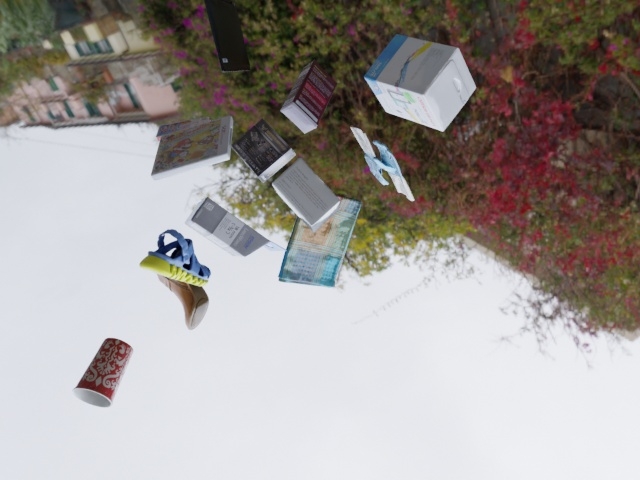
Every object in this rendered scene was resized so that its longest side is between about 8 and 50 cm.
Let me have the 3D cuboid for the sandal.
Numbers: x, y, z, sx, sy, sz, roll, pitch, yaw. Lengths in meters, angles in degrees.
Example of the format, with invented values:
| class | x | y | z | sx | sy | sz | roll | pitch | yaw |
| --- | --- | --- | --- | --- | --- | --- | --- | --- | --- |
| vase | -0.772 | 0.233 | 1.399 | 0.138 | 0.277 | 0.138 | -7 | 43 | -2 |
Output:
| class | x | y | z | sx | sy | sz | roll | pitch | yaw |
| --- | --- | --- | --- | --- | --- | --- | --- | --- | --- |
| sandal | -0.416 | 0.056 | 1.717 | 0.126 | 0.317 | 0.138 | 15 | -99 | 15 |

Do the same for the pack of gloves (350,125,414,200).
| class | x | y | z | sx | sy | sz | roll | pitch | yaw |
| --- | --- | --- | --- | --- | --- | --- | --- | --- | --- |
| pack of gloves | 0.175 | -0.225 | 1.718 | 0.046 | 0.232 | 0.195 | -41 | -141 | -10 |

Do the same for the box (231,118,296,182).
| class | x | y | z | sx | sy | sz | roll | pitch | yaw |
| --- | --- | --- | --- | --- | --- | --- | --- | --- | --- |
| box | -0.241 | -0.377 | 2.356 | 0.183 | 0.056 | 0.231 | -41 | -120 | -2 |

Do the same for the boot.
| class | x | y | z | sx | sy | sz | roll | pitch | yaw |
| --- | --- | --- | --- | --- | --- | --- | --- | --- | --- |
| boot | -0.559 | 0.199 | 2.232 | 0.220 | 0.283 | 0.109 | 18 | -154 | 22 |

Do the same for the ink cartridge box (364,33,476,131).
| class | x | y | z | sx | sy | sz | roll | pitch | yaw |
| --- | --- | --- | --- | --- | --- | --- | --- | --- | --- |
| ink cartridge box | 0.332 | -0.527 | 1.879 | 0.270 | 0.198 | 0.197 | 32 | -97 | 42 |

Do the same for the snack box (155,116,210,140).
| class | x | y | z | sx | sy | sz | roll | pitch | yaw |
| --- | --- | --- | --- | --- | --- | --- | --- | --- | --- |
| snack box | -0.452 | -0.367 | 1.859 | 0.179 | 0.022 | 0.064 | -7 | -129 | 12 |

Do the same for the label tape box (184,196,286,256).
| class | x | y | z | sx | sy | sz | roll | pitch | yaw |
| --- | --- | --- | --- | --- | --- | --- | --- | --- | --- |
| label tape box | -0.312 | -0.013 | 2.030 | 0.105 | 0.334 | 0.241 | -58 | -165 | -11 |

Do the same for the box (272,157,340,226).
| class | x | y | z | sx | sy | sz | roll | pitch | yaw |
| --- | --- | --- | --- | --- | --- | --- | --- | --- | --- |
| box | -0.040 | -0.135 | 1.735 | 0.119 | 0.181 | 0.182 | -42 | 175 | -3 |

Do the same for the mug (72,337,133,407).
| class | x | y | z | sx | sy | sz | roll | pitch | yaw |
| --- | --- | --- | --- | --- | --- | --- | --- | --- | --- |
| mug | -0.620 | 0.377 | 1.610 | 0.150 | 0.113 | 0.169 | -29 | -146 | 41 |

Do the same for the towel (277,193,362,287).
| class | x | y | z | sx | sy | sz | roll | pitch | yaw |
| --- | --- | --- | --- | --- | --- | --- | --- | --- | --- |
| towel | 0.000 | 0.000 | 2.130 | 0.272 | 0.369 | 0.040 | 11 | -168 | -38 |

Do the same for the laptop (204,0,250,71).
| class | x | y | z | sx | sy | sz | roll | pitch | yaw |
| --- | --- | --- | --- | --- | --- | --- | --- | --- | --- |
| laptop | -0.282 | -0.503 | 1.281 | 0.265 | 0.136 | 0.234 | 25 | -161 | -1 |

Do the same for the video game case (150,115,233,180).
| class | x | y | z | sx | sy | sz | roll | pitch | yaw |
| --- | --- | --- | --- | --- | --- | --- | --- | --- | --- |
| video game case | -0.362 | -0.267 | 1.610 | 0.227 | 0.026 | 0.206 | -15 | -138 | 8 |

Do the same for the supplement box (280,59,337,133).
| class | x | y | z | sx | sy | sz | roll | pitch | yaw |
| --- | --- | --- | --- | --- | --- | --- | --- | --- | --- |
| supplement box | -0.039 | -0.524 | 2.054 | 0.073 | 0.130 | 0.239 | -15 | -137 | 48 |
